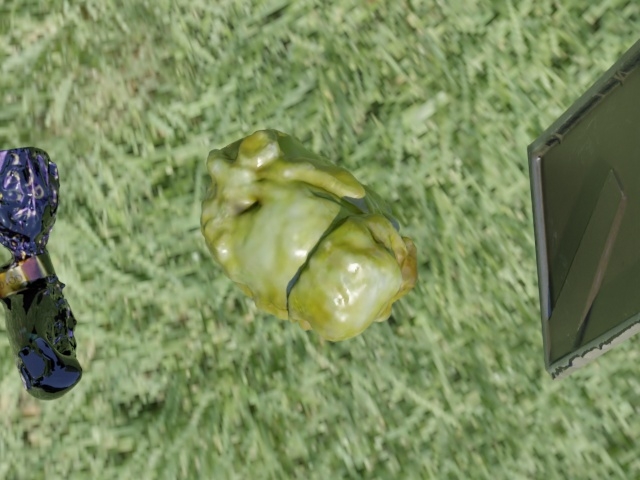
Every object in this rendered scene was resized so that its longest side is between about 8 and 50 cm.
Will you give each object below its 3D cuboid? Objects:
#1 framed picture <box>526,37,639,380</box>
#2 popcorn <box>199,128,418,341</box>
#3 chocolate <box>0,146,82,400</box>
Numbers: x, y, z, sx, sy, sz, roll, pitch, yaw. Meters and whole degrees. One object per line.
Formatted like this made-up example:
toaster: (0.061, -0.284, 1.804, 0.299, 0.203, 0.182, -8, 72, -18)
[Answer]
framed picture: (0.227, -0.024, 1.362, 0.016, 0.289, 0.213, 2, 73, -14)
popcorn: (0.000, 0.000, 1.898, 0.225, 0.286, 0.174, 11, 114, -54)
chocolate: (-0.170, 0.022, 0.977, 0.070, 0.147, 0.072, -15, 163, 19)
